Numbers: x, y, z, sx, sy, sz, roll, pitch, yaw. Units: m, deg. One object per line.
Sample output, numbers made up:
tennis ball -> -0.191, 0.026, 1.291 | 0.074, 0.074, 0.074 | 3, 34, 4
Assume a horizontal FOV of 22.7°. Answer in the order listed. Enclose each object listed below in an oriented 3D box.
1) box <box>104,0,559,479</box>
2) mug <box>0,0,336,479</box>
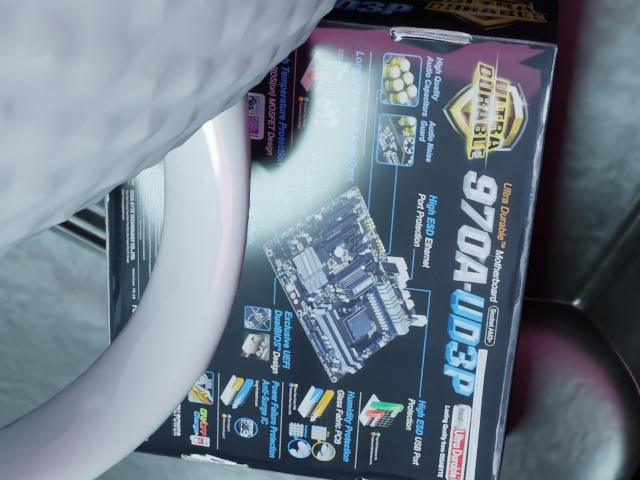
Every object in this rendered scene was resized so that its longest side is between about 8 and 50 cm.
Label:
box -> 0.000, 0.000, 0.665 | 0.175, 0.051, 0.220 | 7, 119, 7
mug -> -0.136, -0.077, 0.473 | 0.276, 0.328, 0.374 | 23, 130, 51
